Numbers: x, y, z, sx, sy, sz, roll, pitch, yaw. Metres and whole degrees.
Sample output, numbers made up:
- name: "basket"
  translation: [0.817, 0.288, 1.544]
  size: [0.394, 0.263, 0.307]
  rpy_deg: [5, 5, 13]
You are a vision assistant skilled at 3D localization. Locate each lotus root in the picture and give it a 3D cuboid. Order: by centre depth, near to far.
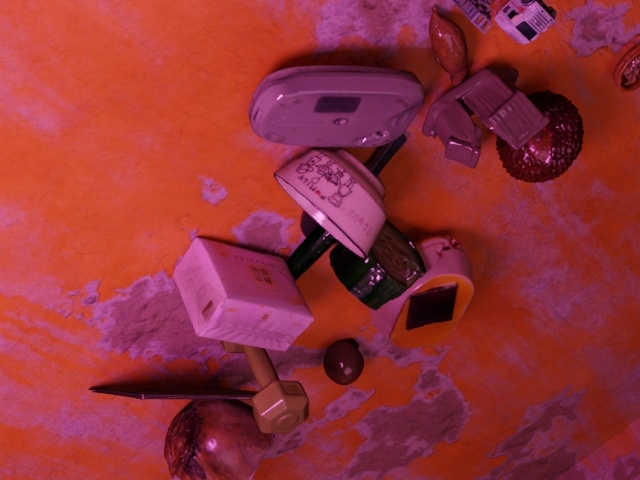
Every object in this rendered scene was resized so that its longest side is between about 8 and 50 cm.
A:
- name: "lotus root"
  translation: [-0.254, 0.463, 2.122]
  size: [0.272, 0.272, 0.192]
  rpy_deg: [-44, 126, 14]

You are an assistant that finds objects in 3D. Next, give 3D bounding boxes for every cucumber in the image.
- name: "cucumber"
  translation: [0.000, 0.000, 1.925]
  size: [0.056, 0.056, 0.284]
  rpy_deg: [16, 124, -42]
- name: "cucumber"
  translation: [0.114, 0.046, 1.949]
  size: [0.191, 0.191, 0.130]
  rpy_deg: [18, 121, -42]

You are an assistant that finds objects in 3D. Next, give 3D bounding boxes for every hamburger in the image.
- name: "hamburger"
  translation: [0.230, 0.118, 2.140]
  size: [0.227, 0.151, 0.295]
  rpy_deg: [-5, 141, -24]

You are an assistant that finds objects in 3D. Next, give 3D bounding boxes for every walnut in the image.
- name: "walnut"
  translation: [0.667, -0.375, 1.985]
  size: [0.091, 0.052, 0.121]
  rpy_deg: [25, 112, -44]

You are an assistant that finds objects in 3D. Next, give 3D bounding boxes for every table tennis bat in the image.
- name: "table tennis bat"
  translation: [0.073, -0.104, 1.910]
  size: [0.173, 0.022, 0.301]
  rpy_deg: [14, 123, -40]

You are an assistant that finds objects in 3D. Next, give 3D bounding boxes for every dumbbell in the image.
- name: "dumbbell"
  translation: [-0.122, 0.262, 1.940]
  size: [0.121, 0.302, 0.108]
  rpy_deg: [8, 126, -35]

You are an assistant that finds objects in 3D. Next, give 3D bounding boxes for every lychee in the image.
- name: "lychee"
  translation: [0.454, -0.206, 1.936]
  size: [0.188, 0.188, 0.188]
  rpy_deg: [-17, 138, -16]

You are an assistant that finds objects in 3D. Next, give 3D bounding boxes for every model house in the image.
- name: "model house"
  translation: [0.325, -0.236, 1.801]
  size: [0.229, 0.188, 0.122]
  rpy_deg: [-34, 144, -1]

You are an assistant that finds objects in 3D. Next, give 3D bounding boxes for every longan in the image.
- name: "longan"
  translation: [0.059, 0.287, 2.249]
  size: [0.119, 0.106, 0.106]
  rpy_deg: [-60, 151, -30]

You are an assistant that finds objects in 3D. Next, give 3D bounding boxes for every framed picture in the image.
- name: "framed picture"
  translation: [-0.286, 0.325, 1.993]
  size: [0.339, 0.255, 0.014]
  rpy_deg: [7, 82, -36]

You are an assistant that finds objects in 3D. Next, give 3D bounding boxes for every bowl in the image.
- name: "bowl"
  translation: [0.036, -0.087, 1.765]
  size: [0.126, 0.238, 0.238]
  rpy_deg: [-48, 140, -5]

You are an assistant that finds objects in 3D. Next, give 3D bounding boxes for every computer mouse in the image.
- name: "computer mouse"
  translation: [0.031, -0.248, 1.685]
  size: [0.331, 0.095, 0.197]
  rpy_deg: [0, 145, -23]

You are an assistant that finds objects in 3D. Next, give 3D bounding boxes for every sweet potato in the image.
- name: "sweet potato"
  translation: [0.249, -0.342, 1.748]
  size: [0.068, 0.068, 0.226]
  rpy_deg: [-32, 141, 0]

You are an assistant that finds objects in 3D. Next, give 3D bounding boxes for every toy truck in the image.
- name: "toy truck"
  translation: [0.321, -0.411, 1.635]
  size: [0.115, 0.177, 0.080]
  rpy_deg: [-45, 138, 18]

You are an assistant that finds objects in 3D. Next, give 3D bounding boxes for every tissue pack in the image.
- name: "tissue pack"
  translation: [-0.154, 0.106, 1.855]
  size: [0.225, 0.185, 0.124]
  rpy_deg: [16, 124, -41]
